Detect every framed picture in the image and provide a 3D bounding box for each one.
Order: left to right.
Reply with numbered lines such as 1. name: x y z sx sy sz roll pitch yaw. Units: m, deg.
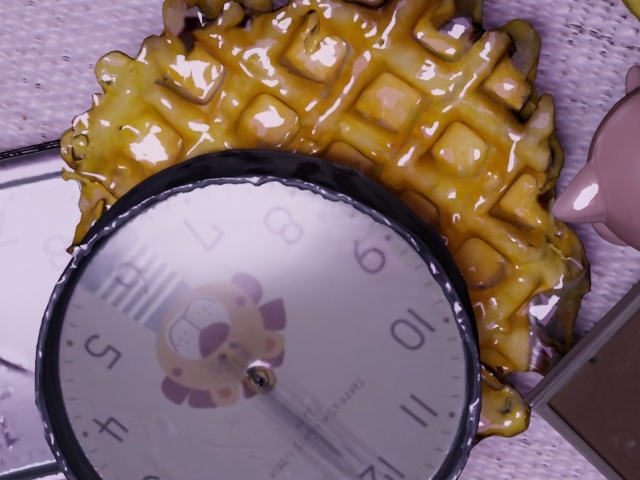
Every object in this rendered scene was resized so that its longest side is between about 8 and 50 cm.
1. framed picture: 0.296 0.082 0.651 0.189 0.023 0.260 42 93 -15

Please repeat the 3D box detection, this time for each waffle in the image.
1. waffle: 0.000 0.000 0.668 0.380 0.095 0.382 -7 103 2

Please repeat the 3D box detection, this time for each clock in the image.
1. clock: -0.279 0.078 0.722 0.273 0.049 0.278 -12 100 -6
2. clock: -0.043 0.094 0.624 0.313 0.061 0.312 1 106 3

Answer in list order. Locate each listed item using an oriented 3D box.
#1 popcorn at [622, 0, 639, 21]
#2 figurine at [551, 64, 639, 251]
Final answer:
1. popcorn: 0.283 -0.195 0.553 0.221 0.183 0.204 25 144 1
2. figurine: 0.230 -0.045 0.585 0.125 0.125 0.138 31 105 -1
